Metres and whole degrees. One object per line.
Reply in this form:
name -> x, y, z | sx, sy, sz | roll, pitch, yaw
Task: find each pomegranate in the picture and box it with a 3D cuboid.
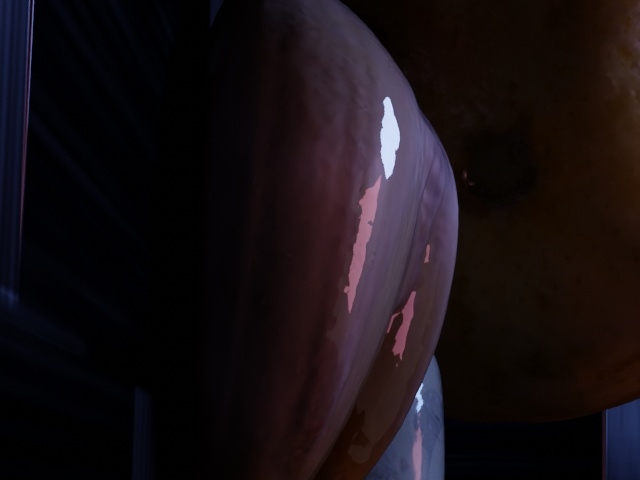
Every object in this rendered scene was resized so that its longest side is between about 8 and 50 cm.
pomegranate -> 0.113, -0.039, 1.184 | 0.342, 0.342, 0.342 | 1, 90, -88

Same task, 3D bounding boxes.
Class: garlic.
garlic -> 0.000, 0.000, 0.782 | 0.217, 0.110, 0.228 | 52, 39, -82

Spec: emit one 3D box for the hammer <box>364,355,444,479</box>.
hammer -> 0.001, 0.170, 1.049 | 0.305, 0.113, 0.202 | 100, -4, -67
